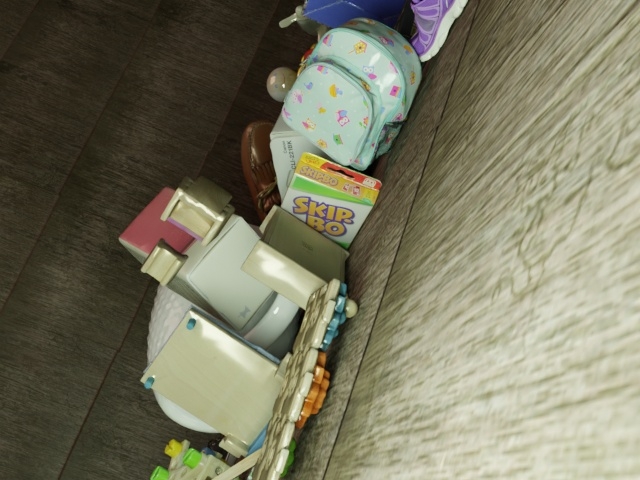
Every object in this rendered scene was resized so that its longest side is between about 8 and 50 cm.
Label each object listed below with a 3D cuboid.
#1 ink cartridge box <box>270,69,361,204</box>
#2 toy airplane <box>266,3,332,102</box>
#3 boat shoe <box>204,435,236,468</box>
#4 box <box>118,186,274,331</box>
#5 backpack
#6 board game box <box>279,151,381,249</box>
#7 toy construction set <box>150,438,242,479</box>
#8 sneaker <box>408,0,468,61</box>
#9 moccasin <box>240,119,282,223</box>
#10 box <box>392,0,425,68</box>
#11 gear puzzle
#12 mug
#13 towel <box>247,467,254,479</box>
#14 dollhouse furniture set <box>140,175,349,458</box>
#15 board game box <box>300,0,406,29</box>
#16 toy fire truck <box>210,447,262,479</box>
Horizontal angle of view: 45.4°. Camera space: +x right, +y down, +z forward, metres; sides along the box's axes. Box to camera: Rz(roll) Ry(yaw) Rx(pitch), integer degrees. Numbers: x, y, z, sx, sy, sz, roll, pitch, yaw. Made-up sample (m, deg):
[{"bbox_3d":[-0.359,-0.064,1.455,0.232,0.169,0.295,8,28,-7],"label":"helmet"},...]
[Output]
[{"bbox_3d":[0.004,-0.172,1.406,0.273,0.114,0.197,-72,-23,-53],"label":"ink cartridge box"},{"bbox_3d":[0.005,-0.384,1.884,0.386,0.272,0.384,-92,1,-46],"label":"toy airplane"},{"bbox_3d":[-0.237,0.503,1.786,0.080,0.076,0.228,118,172,-58],"label":"boat shoe"},{"bbox_3d":[-0.192,0.024,1.235,0.232,0.149,0.127,22,66,47],"label":"box"},{"bbox_3d":[0.047,-0.212,1.085,0.144,0.166,0.188,-33,-23,-55],"label":"backpack"},{"bbox_3d":[-0.003,-0.034,1.174,0.259,0.124,0.039,117,172,-55],"label":"board game box"},{"bbox_3d":[-0.236,0.494,1.286,0.215,0.151,0.328,-22,49,50],"label":"toy construction set"},{"bbox_3d":[0.148,-0.310,1.030,0.170,0.071,0.068,118,173,-63],"label":"sneaker"},{"bbox_3d":[-0.099,-0.101,1.830,0.147,0.139,0.380,-173,73,-69],"label":"moccasin"},{"bbox_3d":[0.120,-0.275,1.296,0.183,0.059,0.233,-72,6,-45],"label":"box"},{"bbox_3d":[-0.028,0.211,0.851,0.175,0.044,0.339,133,156,-75],"label":"gear puzzle"},{"bbox_3d":[-0.151,0.145,1.390,0.374,0.276,0.328,-41,27,33],"label":"mug"},{"bbox_3d":[-0.088,0.314,1.171,0.113,0.023,0.152,118,173,-51],"label":"towel"},{"bbox_3d":[-0.138,0.103,1.087,0.303,0.286,0.198,-55,7,14],"label":"dollhouse furniture set"},{"bbox_3d":[0.118,-0.557,1.611,0.141,0.232,0.291,118,173,-49],"label":"board game box"},{"bbox_3d":[-0.144,0.368,0.956,0.217,0.158,0.246,143,139,-83],"label":"toy fire truck"}]
